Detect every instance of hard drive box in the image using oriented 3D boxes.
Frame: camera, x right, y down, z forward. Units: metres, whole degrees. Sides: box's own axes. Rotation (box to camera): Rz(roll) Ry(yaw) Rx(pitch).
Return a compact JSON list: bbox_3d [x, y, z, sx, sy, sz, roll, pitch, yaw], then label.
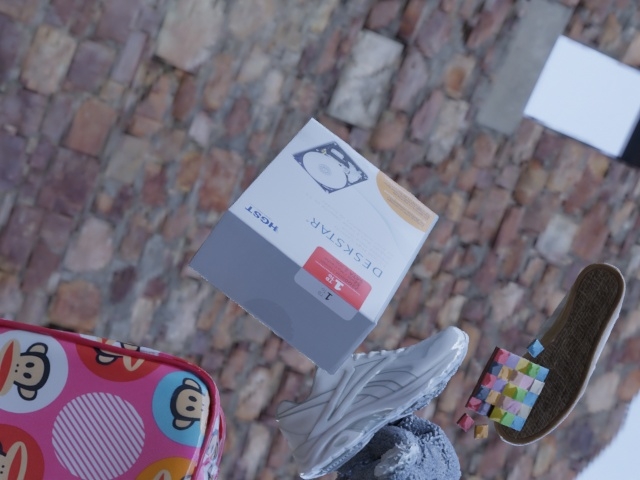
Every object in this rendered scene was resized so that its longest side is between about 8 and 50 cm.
[{"bbox_3d":[0.000,0.000,1.257,0.089,0.181,0.232,-51,-178,35],"label":"hard drive box"}]

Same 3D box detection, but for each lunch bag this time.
[{"bbox_3d":[-0.216,0.206,0.868,0.120,0.258,0.293,100,4,-72],"label":"lunch bag"}]

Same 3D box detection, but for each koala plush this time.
[{"bbox_3d":[0.093,0.321,1.589,0.221,0.203,0.196,-115,-157,-86],"label":"koala plush"}]

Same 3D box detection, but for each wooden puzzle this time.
[{"bbox_3d":[0.134,0.107,0.876,0.083,0.049,0.006,-63,-155,3],"label":"wooden puzzle"}]

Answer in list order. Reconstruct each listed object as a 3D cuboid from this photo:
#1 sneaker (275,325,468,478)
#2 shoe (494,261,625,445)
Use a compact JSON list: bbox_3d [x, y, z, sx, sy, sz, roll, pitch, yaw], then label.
[{"bbox_3d":[0.049,0.148,1.309,0.232,0.115,0.090,-34,163,-4],"label":"sneaker"},{"bbox_3d":[0.259,0.126,1.307,0.219,0.076,0.058,-55,164,-7],"label":"shoe"}]
